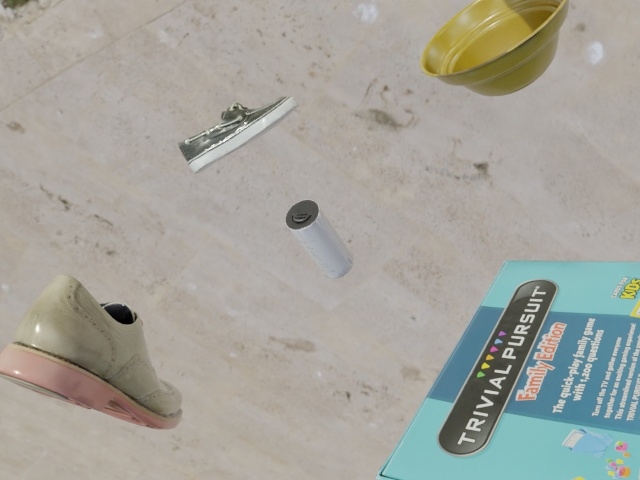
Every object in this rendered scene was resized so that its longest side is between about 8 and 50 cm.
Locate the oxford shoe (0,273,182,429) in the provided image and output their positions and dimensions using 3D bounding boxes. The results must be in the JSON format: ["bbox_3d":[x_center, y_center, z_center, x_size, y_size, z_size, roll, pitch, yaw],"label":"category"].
[{"bbox_3d":[-0.275,0.172,0.840,0.140,0.147,0.397,13,158,13],"label":"oxford shoe"}]

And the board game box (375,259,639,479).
[{"bbox_3d":[0.242,0.112,0.368,0.336,0.254,0.079,-2,121,40],"label":"board game box"}]

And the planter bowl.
[{"bbox_3d":[0.254,-0.265,0.824,0.217,0.217,0.090,-24,124,29],"label":"planter bowl"}]

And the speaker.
[{"bbox_3d":[0.000,0.000,0.880,0.055,0.055,0.136,-11,142,22],"label":"speaker"}]

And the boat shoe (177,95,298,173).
[{"bbox_3d":[-0.143,-0.198,1.025,0.219,0.078,0.070,-31,97,2],"label":"boat shoe"}]
